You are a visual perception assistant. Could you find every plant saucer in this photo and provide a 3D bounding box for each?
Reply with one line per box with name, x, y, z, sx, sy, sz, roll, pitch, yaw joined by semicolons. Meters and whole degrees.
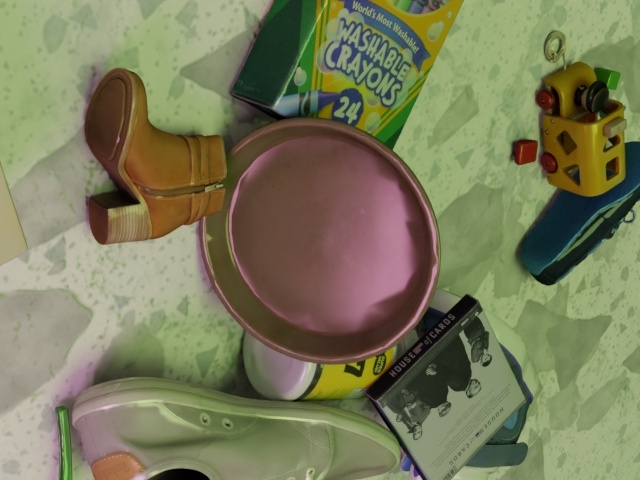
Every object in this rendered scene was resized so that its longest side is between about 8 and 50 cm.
plant saucer;0.000;0.000;1.337;0.041;0.277;0.278;-38;137;-64

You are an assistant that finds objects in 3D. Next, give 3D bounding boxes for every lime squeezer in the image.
lime squeezer;-0.314;0.332;1.329;0.110;0.059;0.310;30;88;-17

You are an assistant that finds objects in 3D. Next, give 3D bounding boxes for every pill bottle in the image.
pill bottle;0.018;0.135;1.501;0.208;0.119;0.119;4;105;-46

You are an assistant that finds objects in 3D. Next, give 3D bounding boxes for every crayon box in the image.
crayon box;0.055;-0.264;1.382;0.203;0.083;0.323;25;89;-47

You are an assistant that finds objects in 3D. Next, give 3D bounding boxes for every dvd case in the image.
dvd case;0.166;0.199;1.565;0.179;0.029;0.239;-43;137;-12

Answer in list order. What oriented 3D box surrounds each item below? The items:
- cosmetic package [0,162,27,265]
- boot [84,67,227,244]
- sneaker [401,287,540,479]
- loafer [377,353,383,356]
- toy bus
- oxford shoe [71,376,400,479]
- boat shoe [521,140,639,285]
cosmetic package;-0.373;-0.102;1.019;0.160;0.113;0.309;-32;129;-30
boot;-0.161;-0.094;1.261;0.152;0.073;0.197;-16;131;-38
sneaker;0.184;0.234;1.698;0.236;0.130;0.323;-57;142;-14
loafer;0.037;0.039;1.451;0.078;0.220;0.080;3;144;-21
toy bus;0.375;-0.164;1.721;0.202;0.104;0.191;24;91;-46
oxford shoe;-0.084;0.254;1.408;0.449;0.169;0.130;16;55;-42
boat shoe;0.396;-0.042;1.820;0.258;0.109;0.089;-40;141;-3
